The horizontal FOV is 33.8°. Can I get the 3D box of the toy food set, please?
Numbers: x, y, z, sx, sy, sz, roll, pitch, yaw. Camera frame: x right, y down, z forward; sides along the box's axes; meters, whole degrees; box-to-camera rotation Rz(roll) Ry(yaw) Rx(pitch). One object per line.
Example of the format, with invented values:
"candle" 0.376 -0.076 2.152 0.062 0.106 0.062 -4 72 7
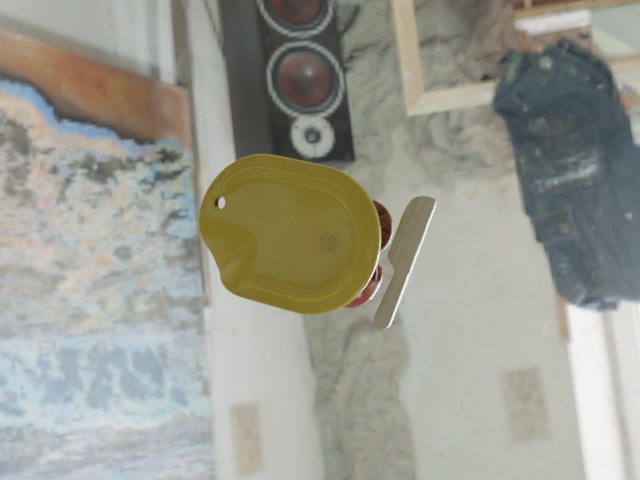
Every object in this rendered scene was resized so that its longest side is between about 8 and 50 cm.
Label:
"toy food set" 0.000 0.000 0.918 0.217 0.128 0.071 15 -176 27
